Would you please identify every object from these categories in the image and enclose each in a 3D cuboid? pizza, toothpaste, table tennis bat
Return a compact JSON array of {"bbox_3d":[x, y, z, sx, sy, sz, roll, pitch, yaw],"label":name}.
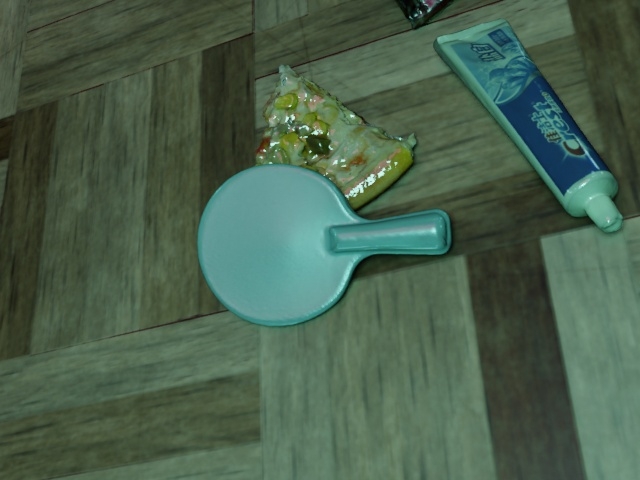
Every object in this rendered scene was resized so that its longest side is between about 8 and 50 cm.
[{"bbox_3d":[-0.011,-0.104,0.866,0.185,0.052,0.195,-26,58,9],"label":"pizza"},{"bbox_3d":[0.188,-0.108,0.780,0.069,0.047,0.268,-39,50,18],"label":"toothpaste"},{"bbox_3d":[0.000,0.000,0.799,0.237,0.038,0.149,-6,85,16],"label":"table tennis bat"}]

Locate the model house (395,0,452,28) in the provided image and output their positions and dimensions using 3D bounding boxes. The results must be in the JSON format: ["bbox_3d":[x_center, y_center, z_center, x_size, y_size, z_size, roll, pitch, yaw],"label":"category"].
[{"bbox_3d":[0.096,-0.320,0.870,0.106,0.152,0.166,-9,60,29],"label":"model house"}]
